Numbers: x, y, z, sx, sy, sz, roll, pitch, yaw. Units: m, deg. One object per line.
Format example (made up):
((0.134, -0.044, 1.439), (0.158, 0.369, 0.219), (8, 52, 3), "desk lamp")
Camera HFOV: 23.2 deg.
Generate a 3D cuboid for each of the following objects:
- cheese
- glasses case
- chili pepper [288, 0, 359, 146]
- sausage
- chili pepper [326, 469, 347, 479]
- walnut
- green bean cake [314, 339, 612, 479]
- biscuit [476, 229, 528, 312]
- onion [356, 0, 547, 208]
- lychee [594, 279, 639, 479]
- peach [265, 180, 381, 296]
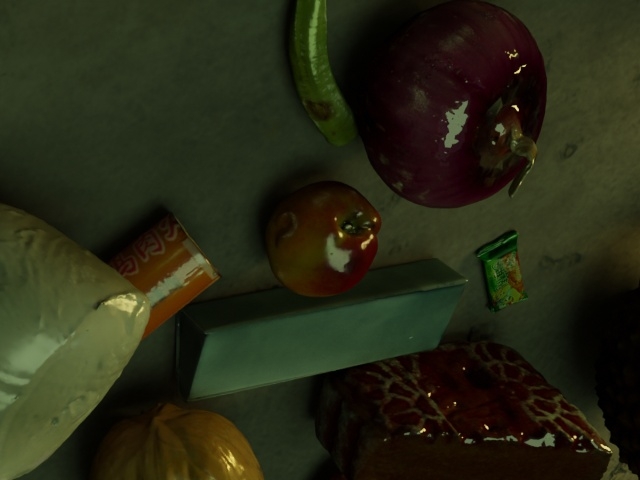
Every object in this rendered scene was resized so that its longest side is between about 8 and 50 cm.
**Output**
((-0.250, 0.070, 1.175), (0.198, 0.189, 0.154), (-49, 175, 9), "cheese")
((-0.003, 0.074, 1.426), (0.266, 0.056, 0.105), (-10, 141, -26), "glasses case")
((-0.002, -0.152, 1.265), (0.049, 0.043, 0.208), (-15, 130, -3), "chili pepper")
((-0.193, 0.075, 1.290), (0.234, 0.071, 0.071), (-39, 134, -3), "sausage")
((0.001, 0.289, 1.570), (0.272, 0.063, 0.071), (-43, 124, 16), "chili pepper")
((-0.126, 0.232, 1.390), (0.159, 0.159, 0.207), (-25, 132, -15), "walnut")
((0.126, 0.178, 1.480), (0.232, 0.198, 0.097), (-4, 122, -24), "green bean cake")
((0.180, 0.035, 1.530), (0.046, 0.016, 0.089), (-27, 132, -14), "biscuit")
((0.115, -0.112, 1.295), (0.177, 0.153, 0.177), (5, 84, -57), "onion")
((0.396, 0.134, 1.573), (0.267, 0.267, 0.267), (-17, 129, -22), "lychee")
((-0.001, -0.001, 1.344), (0.100, 0.101, 0.101), (-17, 129, -22), "peach")
